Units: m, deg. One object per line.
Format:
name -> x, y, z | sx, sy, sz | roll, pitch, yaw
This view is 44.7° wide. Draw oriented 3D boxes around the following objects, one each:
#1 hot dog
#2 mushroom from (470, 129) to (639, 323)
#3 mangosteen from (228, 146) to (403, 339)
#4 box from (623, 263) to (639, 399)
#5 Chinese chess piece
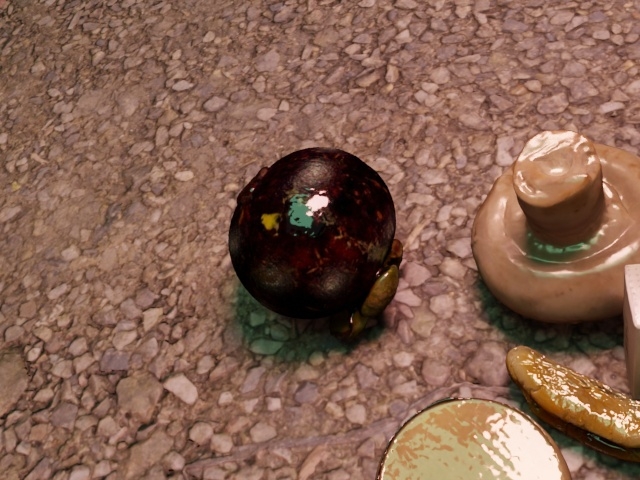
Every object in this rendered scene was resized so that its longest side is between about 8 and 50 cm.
hot dog -> 0.343, 0.219, 1.009 | 0.242, 0.084, 0.073 | 25, 66, 32
mushroom -> 0.343, -0.046, 1.065 | 0.293, 0.290, 0.292 | -12, 51, 15
mangosteen -> 0.000, 0.000, 1.194 | 0.288, 0.288, 0.288 | -10, 53, 14
box -> 0.543, 0.100, 0.935 | 0.330, 0.210, 0.095 | -8, 53, 15
Chinese chess piece -> 0.190, 0.321, 0.981 | 0.250, 0.103, 0.249 | -10, 53, 13
